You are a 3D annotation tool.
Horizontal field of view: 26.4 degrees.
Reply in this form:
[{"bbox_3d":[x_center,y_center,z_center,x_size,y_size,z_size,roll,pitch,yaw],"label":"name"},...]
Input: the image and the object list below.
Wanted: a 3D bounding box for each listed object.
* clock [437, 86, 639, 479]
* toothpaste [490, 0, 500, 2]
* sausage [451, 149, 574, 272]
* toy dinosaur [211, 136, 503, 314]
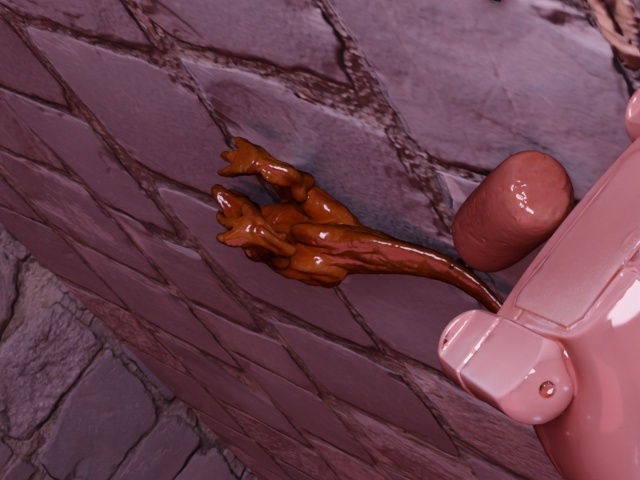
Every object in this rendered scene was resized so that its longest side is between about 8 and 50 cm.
[{"bbox_3d":[0.225,0.064,0.731,0.241,0.227,0.142,41,177,-17],"label":"clock"},{"bbox_3d":[0.081,-0.165,0.770,0.083,0.019,0.027,39,146,-24],"label":"toothpaste"},{"bbox_3d":[0.135,-0.018,0.979,0.062,0.062,0.154,36,163,1],"label":"sausage"},{"bbox_3d":[0.000,0.000,1.235,0.432,0.097,0.208,24,173,45],"label":"toy dinosaur"}]
